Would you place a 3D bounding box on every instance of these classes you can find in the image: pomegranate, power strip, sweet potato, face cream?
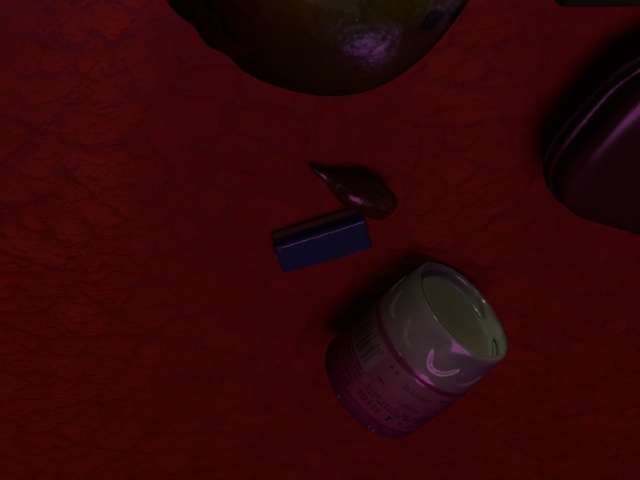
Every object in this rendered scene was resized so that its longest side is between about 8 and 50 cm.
[{"bbox_3d":[0.015,-0.268,0.683,0.323,0.291,0.290,-45,141,-19],"label":"pomegranate"},{"bbox_3d":[0.000,0.000,1.103,0.123,0.032,0.056,-17,137,3],"label":"power strip"},{"bbox_3d":[0.036,-0.063,1.044,0.117,0.049,0.049,26,124,-23],"label":"sweet potato"},{"bbox_3d":[0.130,0.150,1.194,0.175,0.175,0.195,23,127,-34],"label":"face cream"}]

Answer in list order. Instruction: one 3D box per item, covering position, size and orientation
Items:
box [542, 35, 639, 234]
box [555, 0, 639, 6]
[{"bbox_3d":[0.465,-0.107,1.066,0.404,0.108,0.263,14,131,-28],"label":"box"},{"bbox_3d":[0.253,-0.347,0.662,0.178,0.252,0.328,-7,136,5],"label":"box"}]
